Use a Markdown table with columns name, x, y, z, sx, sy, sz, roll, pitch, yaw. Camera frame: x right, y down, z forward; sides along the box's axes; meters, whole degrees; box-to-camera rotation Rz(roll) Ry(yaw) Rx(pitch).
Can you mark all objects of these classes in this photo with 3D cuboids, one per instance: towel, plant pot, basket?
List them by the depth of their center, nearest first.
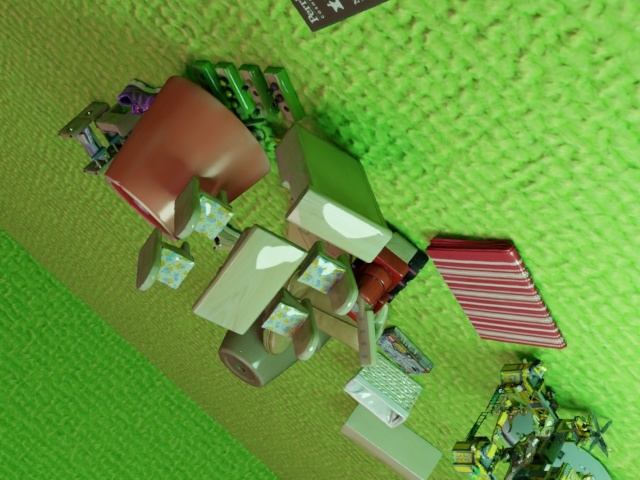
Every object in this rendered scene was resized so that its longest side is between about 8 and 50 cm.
| name | x | y | z | sx | sy | sz | roll | pitch | yaw |
| --- | --- | --- | --- | --- | --- | --- | --- | --- | --- |
| towel | 0.332 | 0.100 | 1.564 | 0.199 | 0.031 | 0.275 | 2 | 136 | 47 |
| plant pot | -0.279 | -0.149 | 1.659 | 0.275 | 0.243 | 0.275 | 40 | 169 | 10 |
| basket | 0.161 | 0.376 | 2.100 | 0.167 | 0.103 | 0.113 | 38 | 153 | 4 |
| plant pot | -0.139 | 0.252 | 2.153 | 0.263 | 0.229 | 0.263 | 30 | 152 | 18 |

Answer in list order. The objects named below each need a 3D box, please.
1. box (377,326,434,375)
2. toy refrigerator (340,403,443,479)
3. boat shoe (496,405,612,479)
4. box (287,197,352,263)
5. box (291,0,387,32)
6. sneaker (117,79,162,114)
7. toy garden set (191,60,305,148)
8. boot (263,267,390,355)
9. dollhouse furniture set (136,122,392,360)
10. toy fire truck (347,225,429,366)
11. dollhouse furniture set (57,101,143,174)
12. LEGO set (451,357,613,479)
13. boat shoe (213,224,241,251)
| name | x | y | z | sx | sy | sz | roll | pitch | yaw |
| --- | --- | --- | --- | --- | --- | --- | --- | --- | --- |
| box | 0.195 | 0.265 | 1.975 | 0.137 | 0.027 | 0.094 | 46 | 153 | -11 |
| toy refrigerator | 0.198 | 0.570 | 2.340 | 0.269 | 0.102 | 0.094 | 34 | 152 | 10 |
| boat shoe | 0.515 | 0.497 | 1.834 | 0.306 | 0.113 | 0.105 | 38 | 159 | 10 |
| box | 0.000 | 0.000 | 1.835 | 0.164 | 0.021 | 0.201 | 32 | 151 | 14 |
| box | 0.049 | -0.395 | 1.037 | 0.203 | 0.167 | 0.168 | -5 | 129 | 54 |
| sneaker | -0.373 | -0.293 | 1.810 | 0.170 | 0.071 | 0.068 | 21 | 147 | 31 |
| toy garden set | -0.135 | -0.245 | 1.611 | 0.244 | 0.049 | 0.203 | 14 | 143 | 40 |
| boot | 0.006 | 0.204 | 1.939 | 0.269 | 0.236 | 0.089 | 23 | -169 | 33 |
| dollhouse furniture set | -0.078 | 0.031 | 1.488 | 0.362 | 0.256 | 0.394 | 28 | 114 | -25 |
| toy fire truck | 0.097 | 0.126 | 1.656 | 0.158 | 0.246 | 0.217 | 39 | 152 | 3 |
| dollhouse furniture set | -0.507 | -0.239 | 1.991 | 0.184 | 0.129 | 0.129 | 13 | 142 | 41 |
| LEGO set | 0.426 | 0.383 | 1.575 | 0.192 | 0.331 | 0.255 | -16 | 106 | 49 |
| boat shoe | -0.241 | 0.003 | 2.079 | 0.190 | 0.072 | 0.068 | 40 | 152 | -1 |
